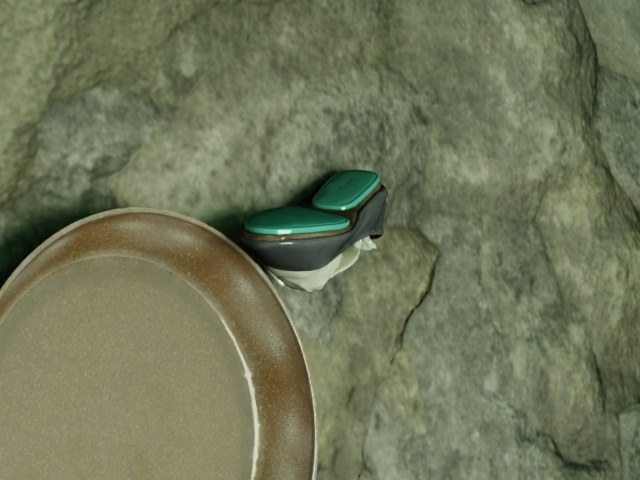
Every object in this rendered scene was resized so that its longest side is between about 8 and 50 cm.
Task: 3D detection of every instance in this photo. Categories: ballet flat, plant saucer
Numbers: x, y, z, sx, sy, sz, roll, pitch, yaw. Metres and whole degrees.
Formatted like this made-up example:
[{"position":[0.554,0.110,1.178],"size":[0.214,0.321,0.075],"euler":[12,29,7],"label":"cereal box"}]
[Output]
[{"position":[0.000,0.000,1.239],"size":[0.203,0.074,0.074],"euler":[-32,108,-63],"label":"ballet flat"},{"position":[-0.126,0.134,1.125],"size":[0.311,0.050,0.310],"euler":[9,76,-44],"label":"plant saucer"}]
